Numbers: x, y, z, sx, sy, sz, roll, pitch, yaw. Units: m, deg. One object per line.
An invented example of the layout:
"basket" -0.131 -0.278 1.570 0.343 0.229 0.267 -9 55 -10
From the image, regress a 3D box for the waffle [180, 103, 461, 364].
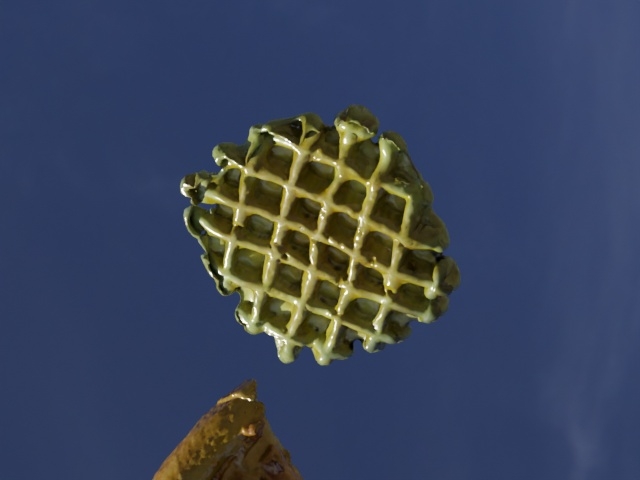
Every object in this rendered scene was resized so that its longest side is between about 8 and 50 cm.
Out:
"waffle" 0.000 0.000 1.188 0.183 0.169 0.036 64 -159 -19

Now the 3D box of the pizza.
"pizza" -0.082 0.233 1.328 0.134 0.271 0.056 27 -171 -14
